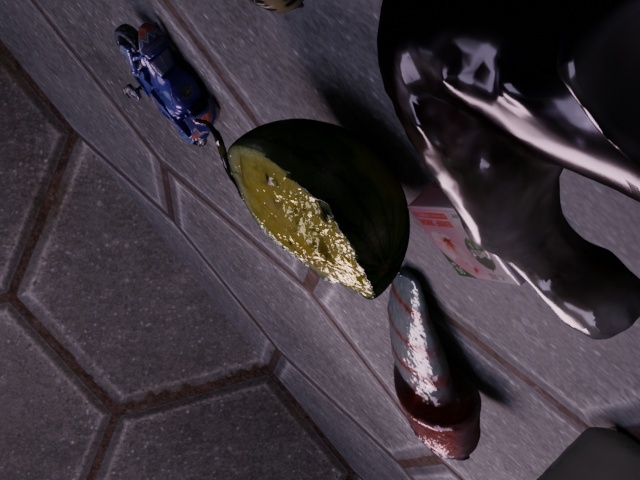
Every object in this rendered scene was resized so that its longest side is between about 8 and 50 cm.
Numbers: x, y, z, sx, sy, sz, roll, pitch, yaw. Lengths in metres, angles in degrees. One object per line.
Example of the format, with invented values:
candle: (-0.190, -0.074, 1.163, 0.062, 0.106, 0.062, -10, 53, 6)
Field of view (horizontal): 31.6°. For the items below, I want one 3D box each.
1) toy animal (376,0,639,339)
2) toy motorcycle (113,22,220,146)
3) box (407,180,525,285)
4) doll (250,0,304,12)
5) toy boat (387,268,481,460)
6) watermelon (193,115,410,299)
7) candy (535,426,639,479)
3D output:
toy animal: (0.147, -0.076, 0.418, 0.303, 0.194, 0.344, 49, 164, -32)
toy motorcycle: (-0.201, -0.204, 1.511, 0.114, 0.076, 0.205, 14, 143, 54)
box: (0.138, -0.010, 0.996, 0.089, 0.043, 0.125, 50, 168, -13)
doll: (-0.051, -0.241, 0.858, 0.179, 0.102, 0.089, 56, -151, -48)
toy boat: (0.124, 0.132, 1.435, 0.206, 0.096, 0.282, 56, 169, 52)
watermelon: (0.006, -0.047, 1.135, 0.232, 0.127, 0.204, 32, 161, 46)
candy: (0.239, 0.387, 1.162, 0.145, 0.358, 0.208, 37, 167, 41)
